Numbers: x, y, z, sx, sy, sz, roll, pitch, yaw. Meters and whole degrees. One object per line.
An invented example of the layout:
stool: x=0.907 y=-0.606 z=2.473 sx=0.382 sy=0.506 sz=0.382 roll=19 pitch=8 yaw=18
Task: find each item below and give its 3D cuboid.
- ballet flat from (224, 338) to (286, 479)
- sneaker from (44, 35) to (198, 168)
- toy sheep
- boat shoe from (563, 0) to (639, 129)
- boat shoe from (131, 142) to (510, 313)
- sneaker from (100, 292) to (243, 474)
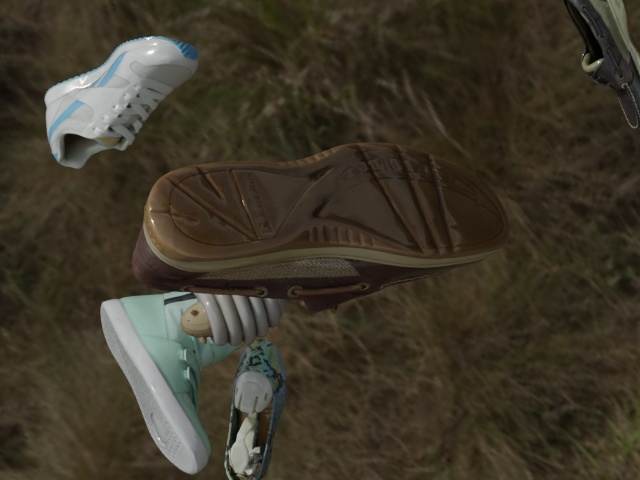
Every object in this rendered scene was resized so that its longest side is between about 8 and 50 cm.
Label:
ballet flat: x=-0.082 y=0.216 z=1.751 sx=0.070 sy=0.070 sz=0.188 roll=12 pitch=105 yaw=31
sneaker: x=-0.221 y=-0.157 z=1.619 sx=0.229 sy=0.087 sz=0.092 roll=-25 pitch=61 yaw=36
toy sheep: x=-0.083 y=0.067 z=1.485 sx=0.132 sy=0.091 sz=0.091 roll=-23 pitch=56 yaw=-11
boat shoe: x=0.254 y=-0.163 z=1.269 sx=0.049 sy=0.152 sz=0.056 roll=-27 pitch=17 yaw=-6
boat shoe: x=0.000 y=0.000 z=1.257 sx=0.123 sy=0.342 sz=0.123 roll=-59 pitch=44 yaw=50
sneaker: x=-0.139 y=0.142 z=1.619 sx=0.151 sy=0.094 sz=0.256 roll=-15 pitch=48 yaw=-21
